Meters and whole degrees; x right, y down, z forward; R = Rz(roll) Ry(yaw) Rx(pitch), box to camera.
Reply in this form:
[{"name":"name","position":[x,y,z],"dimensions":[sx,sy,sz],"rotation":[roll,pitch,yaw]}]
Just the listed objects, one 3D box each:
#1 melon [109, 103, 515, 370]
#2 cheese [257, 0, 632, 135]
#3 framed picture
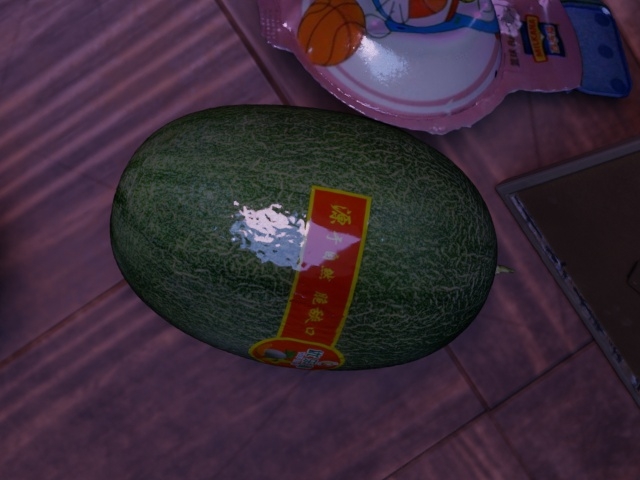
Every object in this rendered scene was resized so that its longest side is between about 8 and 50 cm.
[{"name":"melon","position":[0.000,0.000,0.743],"dimensions":[0.287,0.182,0.182],"rotation":[7,96,-7]},{"name":"cheese","position":[0.092,-0.152,0.772],"dimensions":[0.285,0.074,0.189],"rotation":[4,62,-16]},{"name":"framed picture","position":[0.250,0.041,0.781],"dimensions":[0.016,0.184,0.250],"rotation":[-40,99,-28]}]
